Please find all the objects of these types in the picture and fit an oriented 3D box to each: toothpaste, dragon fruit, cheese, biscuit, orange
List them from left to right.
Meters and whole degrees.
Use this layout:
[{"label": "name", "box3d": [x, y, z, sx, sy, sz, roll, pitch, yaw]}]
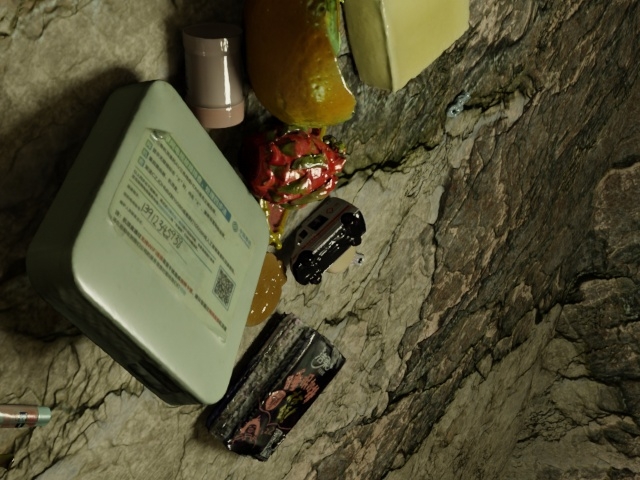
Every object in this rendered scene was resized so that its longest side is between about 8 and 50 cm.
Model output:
[{"label": "toothpaste", "box3d": [-0.535, 0.284, 1.231, 0.205, 0.036, 0.056, 15, 103, -51]}, {"label": "biscuit", "box3d": [-0.137, 0.092, 1.592, 0.170, 0.050, 0.170, -34, 134, -45]}, {"label": "dragon fruit", "box3d": [-0.047, -0.141, 1.376, 0.172, 0.166, 0.160, 5, 148, -30]}, {"label": "orange", "box3d": [-0.029, -0.312, 1.248, 0.196, 0.334, 0.262, -19, 107, -10]}, {"label": "cheese", "box3d": [0.054, 0.028, 1.788, 0.171, 0.047, 0.092, -10, 124, -48]}, {"label": "cheese", "box3d": [0.179, -0.471, 1.539, 0.265, 0.124, 0.242, -44, 145, -26]}]

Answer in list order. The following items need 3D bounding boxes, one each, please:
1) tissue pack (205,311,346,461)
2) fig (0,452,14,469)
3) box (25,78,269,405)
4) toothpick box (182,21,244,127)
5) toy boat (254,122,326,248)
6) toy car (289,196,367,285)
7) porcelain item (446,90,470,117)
[{"label": "tissue pack", "box3d": [-0.098, 0.343, 1.756, 0.332, 0.123, 0.245, -52, 150, -8]}, {"label": "fig", "box3d": [-0.550, 0.262, 1.084, 0.170, 0.145, 0.274, -51, 129, -14]}, {"label": "box", "box3d": [-0.236, 0.007, 1.189, 0.396, 0.111, 0.396, 57, 36, -42]}, {"label": "toothpick box", "box3d": [-0.174, -0.270, 1.248, 0.098, 0.098, 0.149, -27, 132, -40]}, {"label": "toy boat", "box3d": [-0.058, -0.146, 1.488, 0.141, 0.099, 0.318, 13, 100, -58]}, {"label": "toy car", "box3d": [0.000, 0.000, 1.656, 0.209, 0.108, 0.089, -44, 144, -17]}, {"label": "porcelain item", "box3d": [0.346, -0.341, 1.924, 0.083, 0.028, 0.036, -48, 126, -16]}]
